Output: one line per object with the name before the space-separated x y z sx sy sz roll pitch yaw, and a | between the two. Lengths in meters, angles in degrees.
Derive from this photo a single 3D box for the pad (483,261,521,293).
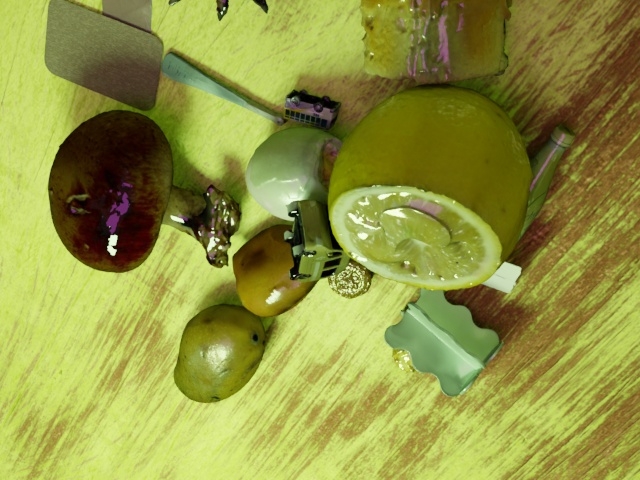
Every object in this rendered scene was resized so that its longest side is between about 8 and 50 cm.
pad | 0.273 0.040 1.822 0.232 0.004 0.156 20 160 10

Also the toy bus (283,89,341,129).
toy bus | -0.016 -0.250 1.799 0.102 0.052 0.058 17 122 13

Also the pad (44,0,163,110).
pad | -0.450 -0.381 1.926 0.266 0.002 0.176 23 126 9

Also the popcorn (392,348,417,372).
popcorn | 0.193 0.242 1.992 0.082 0.057 0.083 32 128 10

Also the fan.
fan | -0.193 -0.293 1.866 0.282 0.023 0.057 29 123 6

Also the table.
table | 0.245 0.199 1.895 0.198 0.166 0.166 40 125 6

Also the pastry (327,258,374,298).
pastry | 0.062 0.067 1.947 0.097 0.057 0.109 2 121 15

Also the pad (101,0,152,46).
pad | -0.383 -0.483 1.842 0.113 0.006 0.188 16 123 12

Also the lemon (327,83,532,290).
lemon | 0.199 -0.113 1.629 0.364 0.364 0.364 10 121 17

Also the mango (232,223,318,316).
mango | -0.075 0.068 1.940 0.236 0.166 0.136 -39 128 24

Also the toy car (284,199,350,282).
toy car | 0.000 0.000 1.739 0.124 0.257 0.101 -8 74 -7

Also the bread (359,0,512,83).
bread | 0.195 -0.372 1.584 0.262 0.162 0.204 -1 107 7

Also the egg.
egg | -0.048 -0.126 1.808 0.217 0.183 0.183 -7 116 45

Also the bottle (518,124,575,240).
bottle | 0.378 -0.094 1.710 0.083 0.083 0.270 30 124 3

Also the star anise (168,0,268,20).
star anise | -0.169 -0.509 1.635 0.271 0.102 0.272 -2 106 -8

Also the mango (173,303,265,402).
mango | -0.241 0.271 2.122 0.329 0.175 0.177 -59 43 35

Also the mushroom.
mushroom | -0.378 -0.110 1.946 0.334 0.356 0.331 40 139 44
